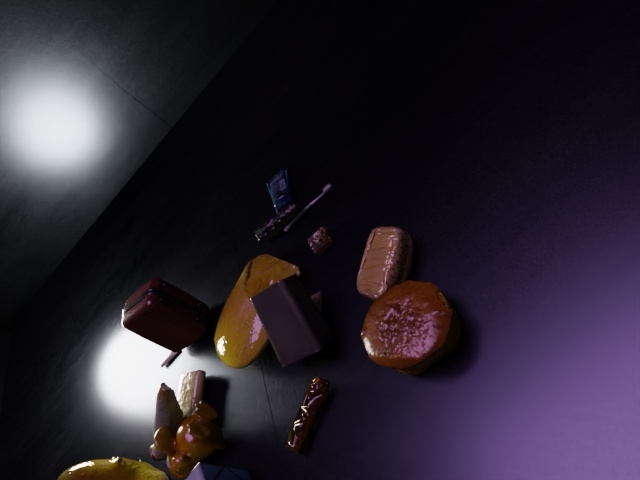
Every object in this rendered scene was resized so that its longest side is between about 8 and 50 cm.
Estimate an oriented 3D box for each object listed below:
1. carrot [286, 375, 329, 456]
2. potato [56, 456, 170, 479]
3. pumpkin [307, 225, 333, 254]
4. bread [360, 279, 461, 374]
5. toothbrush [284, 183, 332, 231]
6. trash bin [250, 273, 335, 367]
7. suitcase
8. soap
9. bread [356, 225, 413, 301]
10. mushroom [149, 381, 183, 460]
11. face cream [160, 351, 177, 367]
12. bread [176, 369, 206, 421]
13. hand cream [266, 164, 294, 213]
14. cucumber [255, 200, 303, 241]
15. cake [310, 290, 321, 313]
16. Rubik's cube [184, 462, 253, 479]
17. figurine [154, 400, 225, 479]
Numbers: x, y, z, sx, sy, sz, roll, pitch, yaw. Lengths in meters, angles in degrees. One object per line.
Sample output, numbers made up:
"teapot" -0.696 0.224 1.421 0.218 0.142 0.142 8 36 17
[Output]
"carrot" -0.037 0.516 1.494 0.069 0.069 0.228 14 77 48
"potato" -0.761 0.926 1.793 0.397 0.296 0.289 6 72 48
"pumpkin" 0.000 0.000 1.784 0.083 0.054 0.074 -43 47 10
"bread" 0.239 0.227 1.338 0.269 0.146 0.268 -24 48 30
"toothbrush" -0.050 -0.124 1.936 0.257 0.018 0.024 -45 39 15
"trash bin" -0.094 0.247 1.582 0.164 0.122 0.240 -33 84 28
"suitcase" -0.615 0.302 2.027 0.236 0.297 0.161 -35 38 25
"soap" -0.248 0.250 1.829 0.306 0.115 0.427 17 78 45
"bread" 0.195 0.073 1.502 0.140 0.106 0.236 2 68 44
"mushroom" -0.538 0.642 1.795 0.087 0.107 0.333 26 115 33
"face cream" -0.636 0.491 2.139 0.115 0.020 0.038 -47 41 12
"bread" -0.487 0.585 1.901 0.140 0.060 0.178 -22 53 36
"hand cream" -0.164 -0.207 2.078 0.120 0.061 0.270 -41 39 17
"cucumber" -0.164 -0.082 1.968 0.211 0.078 0.062 -43 71 21
"cake" -0.020 0.226 1.684 0.052 0.065 0.121 -25 28 33
"Rubik's cube" -0.306 0.806 1.474 0.207 0.205 0.205 -52 41 9
"figurine" -0.435 0.685 1.706 0.228 0.215 0.215 -31 46 13
